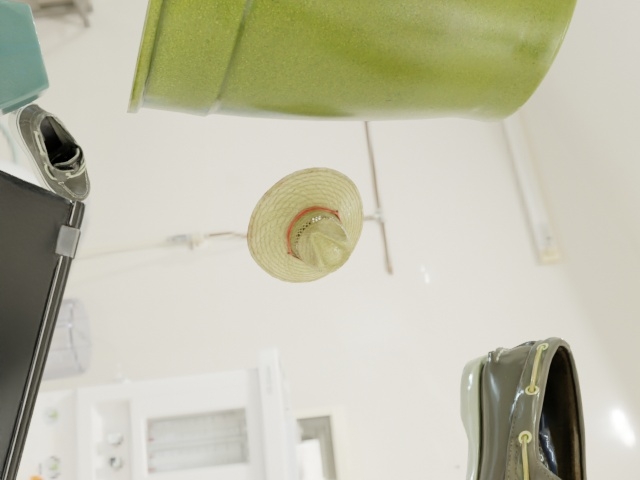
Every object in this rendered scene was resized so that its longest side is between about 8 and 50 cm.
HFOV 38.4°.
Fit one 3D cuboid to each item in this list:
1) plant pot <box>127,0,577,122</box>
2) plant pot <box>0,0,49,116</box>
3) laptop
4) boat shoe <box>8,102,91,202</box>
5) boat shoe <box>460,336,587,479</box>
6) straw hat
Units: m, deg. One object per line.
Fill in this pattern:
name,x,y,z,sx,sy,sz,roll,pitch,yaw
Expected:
plant pot,0.034,-0.261,0.840,0.366,0.353,0.366,-170,-90,-77
plant pot,-0.464,-0.213,1.127,0.166,0.234,0.165,-172,-111,-70
laptop,-0.389,0.125,0.885,0.408,0.236,0.381,150,-46,-69
boat shoe,-0.407,-0.125,1.432,0.077,0.070,0.219,-57,151,-23
boat shoe,0.177,0.209,0.740,0.109,0.091,0.305,39,36,-32
straw hat,0.000,0.000,0.954,0.061,0.145,0.144,-130,-153,-50
